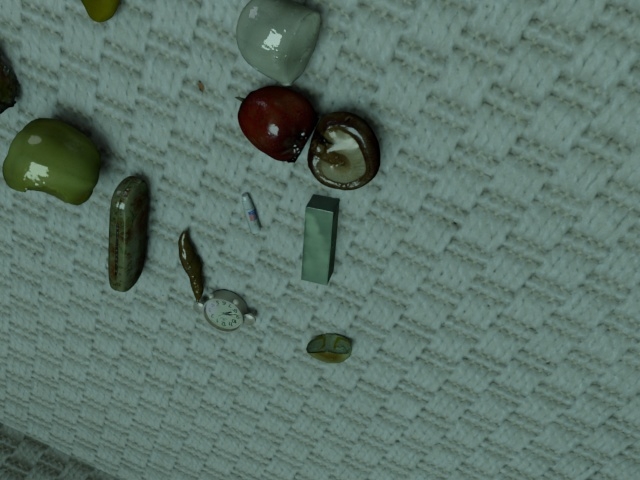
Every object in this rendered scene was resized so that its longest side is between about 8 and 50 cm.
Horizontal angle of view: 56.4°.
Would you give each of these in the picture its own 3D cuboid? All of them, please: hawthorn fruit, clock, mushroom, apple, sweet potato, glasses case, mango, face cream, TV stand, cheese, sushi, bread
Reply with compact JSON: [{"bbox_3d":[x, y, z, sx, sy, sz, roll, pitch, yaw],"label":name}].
[{"bbox_3d":[-0.122,-0.323,1.564,0.251,0.189,0.189,42,129,15],"label":"hawthorn fruit"},{"bbox_3d":[-0.331,0.244,2.079,0.229,0.063,0.155,11,123,8],"label":"clock"},{"bbox_3d":[0.066,-0.241,1.582,0.194,0.138,0.231,21,139,-13],"label":"mushroom"},{"bbox_3d":[-0.795,-0.231,1.782,0.279,0.279,0.279,9,125,12],"label":"apple"},{"bbox_3d":[-0.430,0.090,2.001,0.067,0.067,0.274,0,118,18],"label":"sweet potato"},{"bbox_3d":[-0.625,-0.013,1.937,0.098,0.156,0.425,18,127,3],"label":"glasses case"},{"bbox_3d":[-0.576,-0.663,1.528,0.122,0.085,0.191,-13,129,14],"label":"mango"},{"bbox_3d":[-0.216,-0.084,1.832,0.034,0.034,0.130,-3,121,20],"label":"face cream"},{"bbox_3d":[0.000,0.000,1.790,0.088,0.083,0.269,13,127,11],"label":"TV stand"},{"bbox_3d":[-0.111,-0.492,1.445,0.189,0.154,0.198,31,128,3],"label":"cheese"},{"bbox_3d":[-1.032,-0.451,1.729,0.219,0.238,0.225,2,106,24],"label":"sushi"},{"bbox_3d":[0.041,0.376,2.033,0.157,0.083,0.094,-14,121,28],"label":"bread"}]
